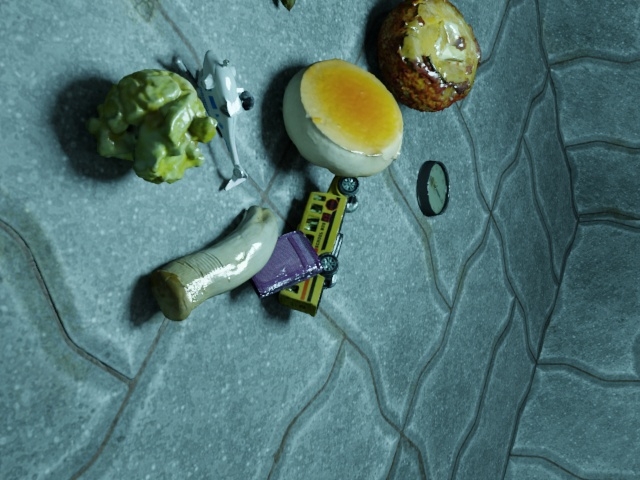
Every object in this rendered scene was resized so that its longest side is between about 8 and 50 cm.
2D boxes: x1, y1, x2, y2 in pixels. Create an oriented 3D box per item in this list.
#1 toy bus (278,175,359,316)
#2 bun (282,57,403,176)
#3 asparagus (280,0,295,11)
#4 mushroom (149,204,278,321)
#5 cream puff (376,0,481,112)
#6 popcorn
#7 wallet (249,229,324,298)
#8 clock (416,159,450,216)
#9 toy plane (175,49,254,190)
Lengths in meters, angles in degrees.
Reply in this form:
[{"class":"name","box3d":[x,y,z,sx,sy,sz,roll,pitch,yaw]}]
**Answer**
[{"class":"toy bus","box3d":[0.000,0.000,1.539,0.121,0.122,0.336,91,14,-71]},{"class":"bun","box3d":[0.042,-0.259,1.521,0.298,0.165,0.299,14,56,-21]},{"class":"asparagus","box3d":[-0.101,-0.627,1.398,0.080,0.080,0.287,-47,130,-43]},{"class":"mushroom","box3d":[-0.189,0.037,1.296,0.123,0.095,0.351,44,41,4]},{"class":"cream puff","box3d":[0.287,-0.507,1.835,0.350,0.228,0.351,11,71,-34]},{"class":"popcorn","box3d":[-0.268,-0.188,1.097,0.187,0.185,0.167,46,28,-12]},{"class":"wallet","box3d":[-0.084,0.046,1.417,0.165,0.030,0.111,-22,73,-29]},{"class":"clock","box3d":[0.368,-0.168,2.145,0.184,0.040,0.185,-6,97,-55]},{"class":"toy plane","box3d":[-0.188,-0.224,1.278,0.182,0.107,0.273,-17,111,-48]}]
